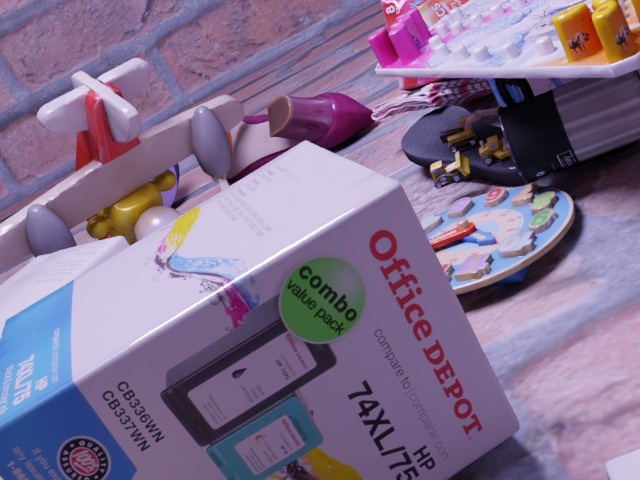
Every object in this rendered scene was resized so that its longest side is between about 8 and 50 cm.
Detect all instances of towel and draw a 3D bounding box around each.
[{"bbox_3d":[0.188,-0.206,1.099,0.197,0.029,0.144,-15,4,-29],"label":"towel"}]

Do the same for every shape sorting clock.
[{"bbox_3d":[0.149,-0.004,0.761,0.206,0.040,0.206,-25,21,11],"label":"shape sorting clock"}]

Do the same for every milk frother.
[{"bbox_3d":[0.251,-0.145,0.775,0.134,0.143,0.129,-20,-7,22],"label":"milk frother"}]

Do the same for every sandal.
[{"bbox_3d":[0.186,-0.107,0.953,0.097,0.054,0.254,-40,32,-8],"label":"sandal"}]

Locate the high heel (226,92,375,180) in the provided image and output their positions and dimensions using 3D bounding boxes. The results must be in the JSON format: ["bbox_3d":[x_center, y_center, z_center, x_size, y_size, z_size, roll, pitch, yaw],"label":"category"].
[{"bbox_3d":[-0.065,-0.180,1.428,0.181,0.127,0.377,1,-5,-31],"label":"high heel"}]

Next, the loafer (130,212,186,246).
[{"bbox_3d":[-0.219,0.028,1.134,0.220,0.080,0.078,-28,30,19],"label":"loafer"}]

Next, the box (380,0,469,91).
[{"bbox_3d":[0.191,-0.288,1.108,0.122,0.128,0.257,-11,4,24],"label":"box"}]

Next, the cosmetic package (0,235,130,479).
[{"bbox_3d":[-0.369,0.171,0.879,0.217,0.156,0.385,-9,30,43],"label":"cosmetic package"}]

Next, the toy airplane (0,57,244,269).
[{"bbox_3d":[-0.312,-0.096,1.250,0.386,0.272,0.384,-45,-11,15],"label":"toy airplane"}]

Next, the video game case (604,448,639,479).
[{"bbox_3d":[0.254,0.130,0.343,0.201,0.023,0.183,-25,21,11],"label":"video game case"}]

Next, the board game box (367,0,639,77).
[{"bbox_3d":[0.280,-0.284,0.752,0.390,0.050,0.390,-37,24,-13],"label":"board game box"}]

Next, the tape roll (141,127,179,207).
[{"bbox_3d":[-0.376,-0.126,1.515,0.189,0.189,0.080,-28,22,4],"label":"tape roll"}]

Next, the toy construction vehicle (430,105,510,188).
[{"bbox_3d":[0.171,-0.112,0.885,0.098,0.035,0.086,-20,35,24],"label":"toy construction vehicle"}]

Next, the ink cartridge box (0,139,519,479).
[{"bbox_3d":[-0.051,0.090,0.531,0.270,0.198,0.197,-32,20,-7],"label":"ink cartridge box"}]

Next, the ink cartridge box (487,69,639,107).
[{"bbox_3d":[0.326,-0.238,0.886,0.171,0.168,0.232,-38,23,-19],"label":"ink cartridge box"}]
